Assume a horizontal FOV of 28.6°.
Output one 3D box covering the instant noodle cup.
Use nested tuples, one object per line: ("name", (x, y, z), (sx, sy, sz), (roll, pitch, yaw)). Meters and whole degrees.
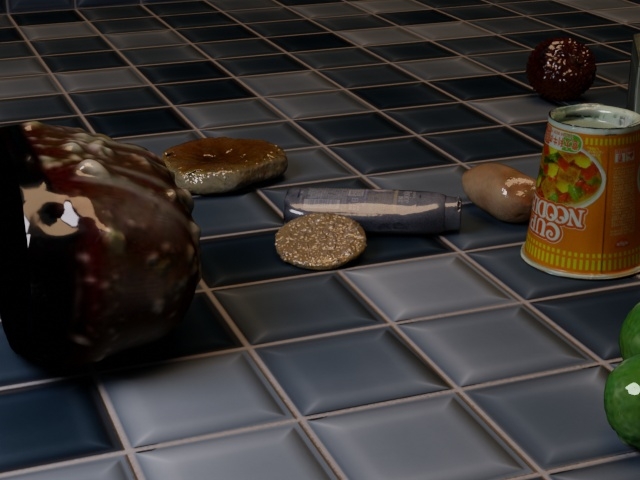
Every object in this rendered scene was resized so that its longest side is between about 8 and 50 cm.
("instant noodle cup", (0.335, -0.066, 1.549), (0.168, 0.185, 0.168), (0, 22, 0))

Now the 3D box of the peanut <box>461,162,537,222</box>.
("peanut", (0.247, -0.069, 1.713), (0.076, 0.076, 0.152), (-11, 19, -25))

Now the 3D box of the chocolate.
("chocolate", (-0.240, -0.002, 1.362), (0.210, 0.225, 0.340), (-1, 23, -23))

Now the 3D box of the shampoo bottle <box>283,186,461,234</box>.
("shampoo bottle", (0.070, -0.040, 1.669), (0.234, 0.049, 0.087), (2, 28, 7))

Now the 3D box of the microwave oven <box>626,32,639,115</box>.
("microwave oven", (0.568, -0.243, 2.032), (0.129, 0.163, 0.205), (3, 22, 11))

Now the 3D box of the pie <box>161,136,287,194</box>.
("pie", (-0.151, -0.114, 1.874), (0.195, 0.046, 0.195), (-1, 20, 0))

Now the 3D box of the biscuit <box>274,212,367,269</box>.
("biscuit", (0.000, 0.000, 1.585), (0.120, 0.015, 0.120), (-3, 36, 2))

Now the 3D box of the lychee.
("lychee", (0.435, -0.313, 2.283), (0.123, 0.123, 0.129), (-7, 14, -18))

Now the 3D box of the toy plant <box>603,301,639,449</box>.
("toy plant", (0.366, 0.107, 1.153), (0.235, 0.175, 0.218), (-17, 14, 38))
